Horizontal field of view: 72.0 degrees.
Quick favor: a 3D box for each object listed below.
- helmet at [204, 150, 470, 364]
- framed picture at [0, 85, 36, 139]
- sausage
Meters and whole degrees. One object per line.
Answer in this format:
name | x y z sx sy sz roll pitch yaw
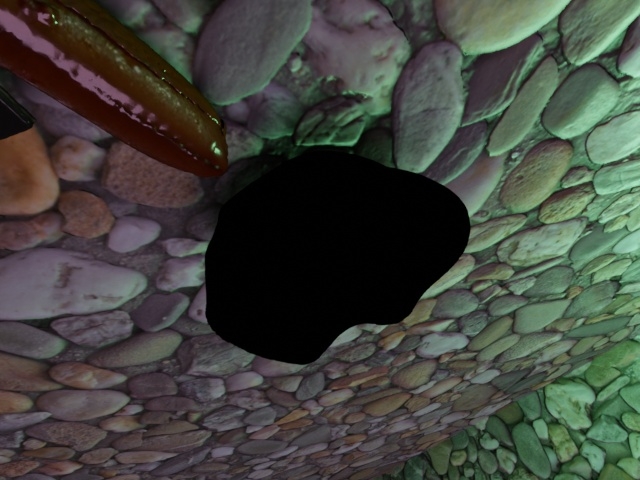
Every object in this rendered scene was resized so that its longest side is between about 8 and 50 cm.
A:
helmet | 0.000 0.000 0.589 0.338 0.197 0.271 -35 131 9
framed picture | -0.451 -0.134 0.328 0.347 0.016 0.265 -14 143 15
sausage | -0.211 -0.161 0.395 0.102 0.102 0.330 -36 137 19
